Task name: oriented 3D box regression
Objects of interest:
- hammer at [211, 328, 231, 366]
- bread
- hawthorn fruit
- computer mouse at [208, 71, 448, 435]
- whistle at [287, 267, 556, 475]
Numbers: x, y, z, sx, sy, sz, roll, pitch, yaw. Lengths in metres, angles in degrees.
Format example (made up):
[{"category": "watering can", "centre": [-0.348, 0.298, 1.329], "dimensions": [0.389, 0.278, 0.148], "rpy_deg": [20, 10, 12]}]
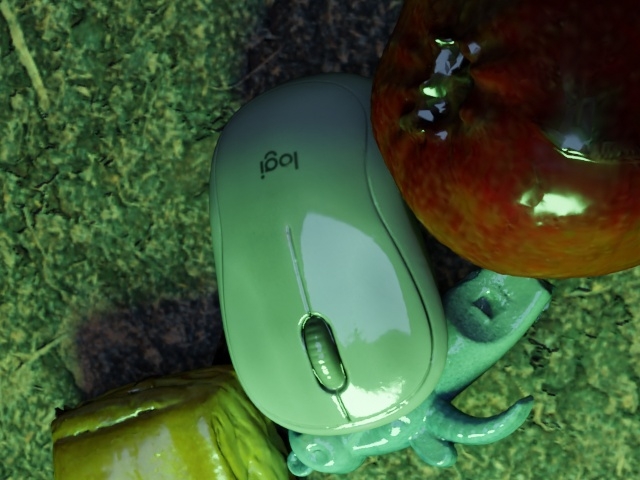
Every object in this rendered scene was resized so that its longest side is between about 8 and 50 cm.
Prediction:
[{"category": "hammer", "centre": [-0.087, 0.121, 1.120], "dimensions": [0.065, 0.021, 0.178], "rpy_deg": [23, 101, 9]}, {"category": "bread", "centre": [-0.124, 0.234, 1.091], "dimensions": [0.210, 0.099, 0.235], "rpy_deg": [-14, 101, 13]}, {"category": "hawthorn fruit", "centre": [0.195, -0.105, 0.921], "dimensions": [0.265, 0.307, 0.265], "rpy_deg": [10, 102, 57]}, {"category": "computer mouse", "centre": [0.000, 0.000, 0.998], "dimensions": [0.184, 0.121, 0.297], "rpy_deg": [-9, 72, 18]}, {"category": "whistle", "centre": [0.075, 0.109, 1.045], "dimensions": [0.269, 0.093, 0.180], "rpy_deg": [-43, 66, 13]}]
